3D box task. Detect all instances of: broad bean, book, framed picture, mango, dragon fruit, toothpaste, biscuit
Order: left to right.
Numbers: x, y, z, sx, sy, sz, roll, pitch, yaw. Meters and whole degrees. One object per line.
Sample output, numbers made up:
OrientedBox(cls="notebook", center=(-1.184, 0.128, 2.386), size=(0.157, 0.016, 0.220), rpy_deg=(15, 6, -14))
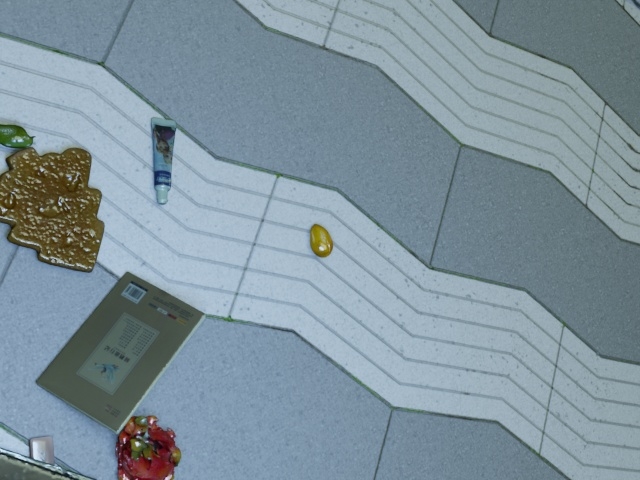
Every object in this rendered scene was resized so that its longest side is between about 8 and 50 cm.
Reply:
OrientedBox(cls="broad bean", center=(-0.730, -0.245, 1.730), size=(0.256, 0.053, 0.052), rpy_deg=(18, 84, -20))
OrientedBox(cls="framed picture", center=(-0.607, 0.524, 1.620), size=(0.281, 0.019, 0.209), rpy_deg=(28, 76, -21))
OrientedBox(cls="biscuit", center=(-0.579, -0.057, 1.777), size=(0.278, 0.043, 0.301), rpy_deg=(-28, 90, -33))
OrientedBox(cls="book", center=(-0.418, 0.229, 1.748), size=(0.217, 0.021, 0.310), rpy_deg=(26, 62, 17))
OrientedBox(cls="dragon fruit", center=(-0.367, 0.436, 1.731), size=(0.150, 0.208, 0.133), rpy_deg=(20, 45, 22))
OrientedBox(cls="toothpaste", center=(-0.369, -0.187, 1.934), size=(0.062, 0.037, 0.216), rpy_deg=(7, 70, -26))
OrientedBox(cls="mango", center=(0.000, 0.000, 2.088), size=(0.060, 0.046, 0.089), rpy_deg=(-17, 82, -30))

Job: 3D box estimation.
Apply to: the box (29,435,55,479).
OrientedBox(cls="box", center=(-0.564, 0.457, 1.677), size=(0.048, 0.025, 0.115), rpy_deg=(-1, 79, -28))
